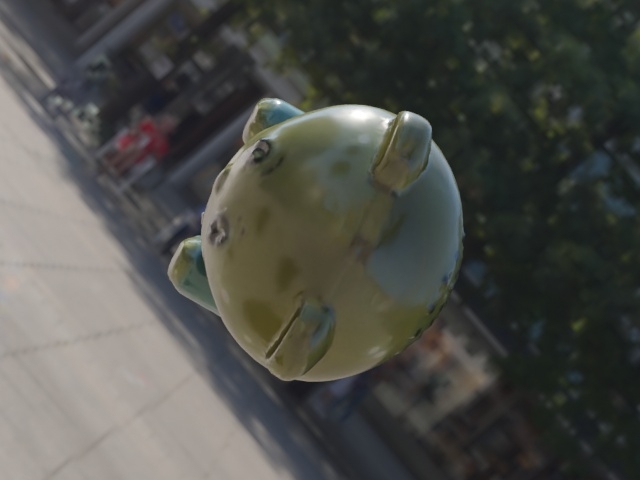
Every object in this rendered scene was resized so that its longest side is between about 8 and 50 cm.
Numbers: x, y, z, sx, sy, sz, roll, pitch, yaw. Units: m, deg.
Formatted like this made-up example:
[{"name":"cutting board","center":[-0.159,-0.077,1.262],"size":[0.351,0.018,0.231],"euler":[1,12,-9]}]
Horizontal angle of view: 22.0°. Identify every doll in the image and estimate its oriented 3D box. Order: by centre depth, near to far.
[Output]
[{"name":"doll","center":[0.000,0.000,1.066],"size":[0.161,0.177,0.261],"euler":[30,-4,-7]}]
